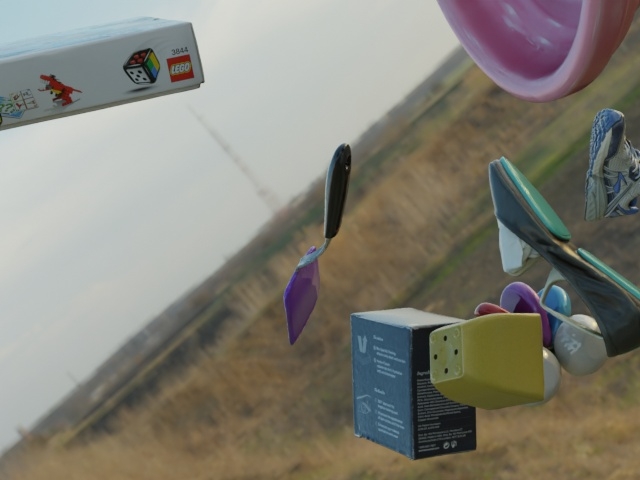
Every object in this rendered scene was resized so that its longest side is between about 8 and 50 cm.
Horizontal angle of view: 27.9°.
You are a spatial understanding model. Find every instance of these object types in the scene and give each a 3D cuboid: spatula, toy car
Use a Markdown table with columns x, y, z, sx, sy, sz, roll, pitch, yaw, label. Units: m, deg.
| x | y | z | sx | sy | sz | roll | pitch | yaw | label |
| --- | --- | --- | --- | --- | --- | --- | --- | --- | --- |
| 0.000 | 0.000 | 1.323 | 0.084 | 0.030 | 0.296 | -60 | -8 | -37 | spatula |
| 0.253 | 0.121 | 1.598 | 0.182 | 0.136 | 0.159 | -27 | 6 | -23 | toy car |

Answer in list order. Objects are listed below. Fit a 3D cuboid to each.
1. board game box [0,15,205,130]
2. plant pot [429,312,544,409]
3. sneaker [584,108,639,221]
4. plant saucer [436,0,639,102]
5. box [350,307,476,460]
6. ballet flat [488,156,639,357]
| x | y | z | sx | sy | sz | roll | pitch | yaw | label |
| --- | --- | --- | --- | --- | --- | --- | --- | --- | --- |
| -0.259 | -0.116 | 0.981 | 0.305 | 0.053 | 0.193 | -14 | 15 | -16 | board game box |
| 0.146 | 0.108 | 1.181 | 0.083 | 0.081 | 0.081 | 11 | -19 | -32 | plant pot |
| 0.269 | -0.069 | 1.156 | 0.135 | 0.058 | 0.052 | 80 | -164 | -54 | sneaker |
| 0.151 | -0.271 | 0.958 | 0.084 | 0.332 | 0.332 | -19 | -3 | -12 | plant saucer |
| 0.111 | 0.169 | 1.562 | 0.093 | 0.158 | 0.156 | -4 | 5 | -25 | box |
| 0.271 | 0.025 | 1.500 | 0.096 | 0.280 | 0.095 | -47 | -23 | 13 | ballet flat |
